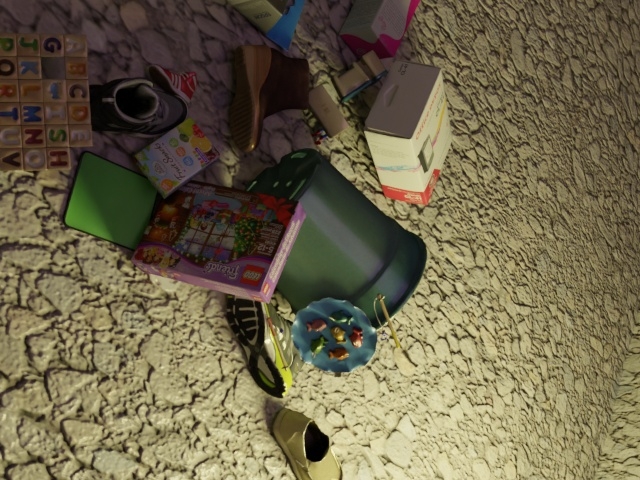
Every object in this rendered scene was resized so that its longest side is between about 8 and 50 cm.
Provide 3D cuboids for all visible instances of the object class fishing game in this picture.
[{"bbox_3d":[0.026,0.207,1.839,0.041,0.264,0.189,-72,149,-62],"label":"fishing game"}]

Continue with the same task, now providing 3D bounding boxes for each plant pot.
[{"bbox_3d":[0.000,0.000,1.916,0.334,0.341,0.341,48,57,-27],"label":"plant pot"}]

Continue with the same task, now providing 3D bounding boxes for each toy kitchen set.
[{"bbox_3d":[0.069,-0.348,2.145,0.207,0.166,0.122,-34,95,-5],"label":"toy kitchen set"}]

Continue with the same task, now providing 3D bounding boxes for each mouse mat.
[{"bbox_3d":[-0.400,-0.073,1.702,0.190,0.007,0.152,26,71,-45],"label":"mouse mat"}]

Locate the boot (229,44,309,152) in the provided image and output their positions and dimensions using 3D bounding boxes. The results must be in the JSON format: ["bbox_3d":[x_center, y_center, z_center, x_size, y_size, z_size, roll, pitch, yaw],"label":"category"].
[{"bbox_3d":[-0.099,-0.308,1.962,0.207,0.090,0.248,5,82,-45],"label":"boot"}]

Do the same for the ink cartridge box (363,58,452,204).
[{"bbox_3d":[0.227,-0.264,2.206,0.306,0.131,0.226,66,44,-60],"label":"ink cartridge box"}]

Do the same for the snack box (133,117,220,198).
[{"bbox_3d":[-0.284,-0.164,1.749,0.141,0.037,0.100,-38,88,-21],"label":"snack box"}]

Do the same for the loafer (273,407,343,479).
[{"bbox_3d":[-0.015,0.499,2.046,0.102,0.092,0.268,-55,126,-32],"label":"loafer"}]

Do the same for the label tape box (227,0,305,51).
[{"bbox_3d":[-0.118,-0.619,1.931,0.348,0.115,0.249,35,65,-39],"label":"label tape box"}]

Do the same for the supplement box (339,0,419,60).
[{"bbox_3d":[0.154,-0.571,2.221,0.111,0.114,0.220,46,57,-38],"label":"supplement box"}]

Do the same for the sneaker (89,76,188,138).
[{"bbox_3d":[-0.332,-0.249,1.669,0.269,0.153,0.101,-6,94,-47],"label":"sneaker"}]

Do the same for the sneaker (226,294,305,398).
[{"bbox_3d":[-0.115,0.196,1.947,0.121,0.111,0.299,-43,127,-46],"label":"sneaker"}]

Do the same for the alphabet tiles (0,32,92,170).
[{"bbox_3d":[-0.501,-0.240,1.528,0.198,0.009,0.237,-3,92,-19],"label":"alphabet tiles"}]

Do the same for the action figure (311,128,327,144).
[{"bbox_3d":[0.025,-0.271,2.143,0.115,0.030,0.038,-43,115,-40],"label":"action figure"}]

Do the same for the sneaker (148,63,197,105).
[{"bbox_3d":[-0.296,-0.334,1.789,0.118,0.042,0.067,47,61,-45],"label":"sneaker"}]

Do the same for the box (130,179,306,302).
[{"bbox_3d":[-0.198,-0.007,1.711,0.057,0.293,0.201,61,46,-57],"label":"box"}]
